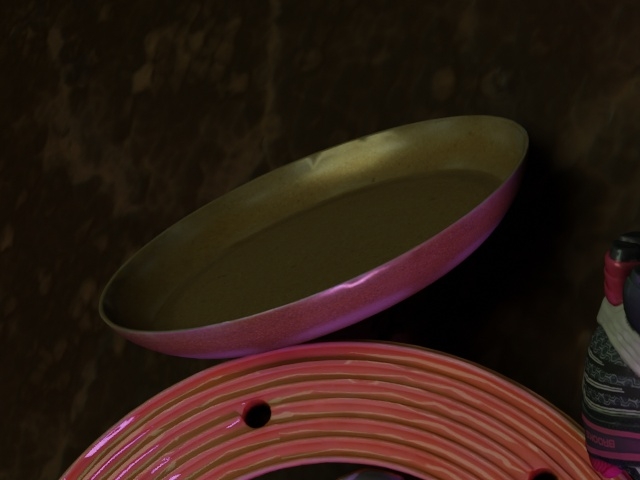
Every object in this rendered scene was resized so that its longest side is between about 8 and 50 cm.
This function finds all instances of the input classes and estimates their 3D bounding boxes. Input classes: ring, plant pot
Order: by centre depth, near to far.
[{"bbox_3d":[0.005,0.208,0.697,0.336,0.032,0.337,-4,69,11],"label":"ring"},{"bbox_3d":[0.000,0.000,0.808,0.236,0.032,0.236,-20,18,7],"label":"plant pot"}]

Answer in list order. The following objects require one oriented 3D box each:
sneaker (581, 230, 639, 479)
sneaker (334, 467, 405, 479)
[{"bbox_3d":[0.220,0.104,0.592,0.299,0.120,0.112,42,131,46],"label":"sneaker"},{"bbox_3d":[0.022,0.242,0.745,0.121,0.099,0.263,9,76,25],"label":"sneaker"}]
